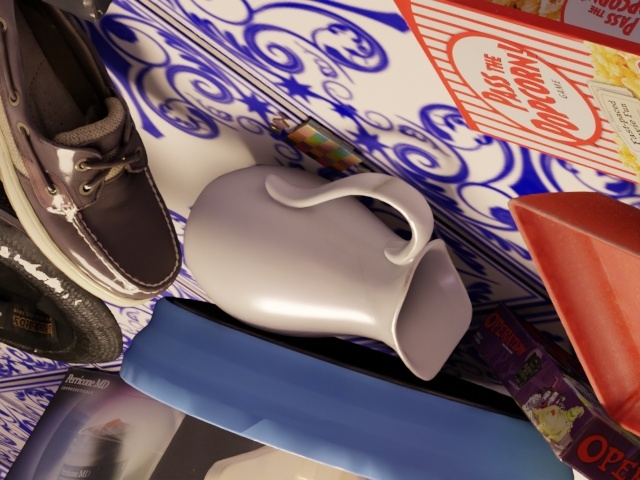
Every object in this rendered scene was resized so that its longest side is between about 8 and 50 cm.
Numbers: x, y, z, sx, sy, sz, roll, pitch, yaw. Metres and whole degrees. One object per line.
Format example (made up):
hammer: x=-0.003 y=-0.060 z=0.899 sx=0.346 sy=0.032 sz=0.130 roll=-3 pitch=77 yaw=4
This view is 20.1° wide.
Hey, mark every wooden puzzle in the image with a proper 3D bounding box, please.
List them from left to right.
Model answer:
wooden puzzle: x=0.002 y=-0.069 z=1.324 sx=0.083 sy=0.006 sz=0.049 roll=33 pitch=160 yaw=-14

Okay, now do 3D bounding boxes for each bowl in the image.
bowl: x=0.029 y=0.133 z=1.502 sx=0.391 sy=0.077 sz=0.391 roll=17 pitch=180 yaw=0

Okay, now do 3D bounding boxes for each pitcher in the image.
pitcher: x=0.000 y=0.000 z=1.340 sx=0.207 sy=0.125 sz=0.178 roll=20 pitch=140 yaw=28

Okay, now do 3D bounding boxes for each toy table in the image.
toy table: x=-0.001 y=0.252 z=1.901 sx=0.252 sy=0.161 sz=0.274 roll=36 pitch=158 yaw=-21

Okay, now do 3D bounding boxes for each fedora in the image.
fedora: x=-0.278 y=-0.025 z=1.581 sx=0.334 sy=0.152 sz=0.334 roll=24 pitch=160 yaw=10

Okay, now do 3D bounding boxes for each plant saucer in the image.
plant saucer: x=0.258 y=0.079 z=1.107 sx=0.258 sy=0.048 sz=0.259 roll=27 pitch=159 yaw=40

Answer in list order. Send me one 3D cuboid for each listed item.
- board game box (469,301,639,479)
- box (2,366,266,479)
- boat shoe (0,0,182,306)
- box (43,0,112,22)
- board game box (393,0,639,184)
board game box: x=0.280 y=0.193 z=1.418 sx=0.347 sy=0.056 sz=0.208 roll=37 pitch=-176 yaw=-25
box: x=-0.248 y=0.329 z=2.210 sx=0.296 sy=0.294 sz=0.183 roll=2 pitch=146 yaw=50
boat shoe: x=-0.182 y=-0.076 z=1.332 sx=0.092 sy=0.103 sz=0.285 roll=-11 pitch=113 yaw=49
box: x=-0.217 y=-0.300 z=0.785 sx=0.343 sy=0.179 sz=0.312 roll=25 pitch=159 yaw=8
board game box: x=0.144 y=-0.093 z=0.993 sx=0.193 sy=0.045 sz=0.147 roll=22 pitch=161 yaw=37
